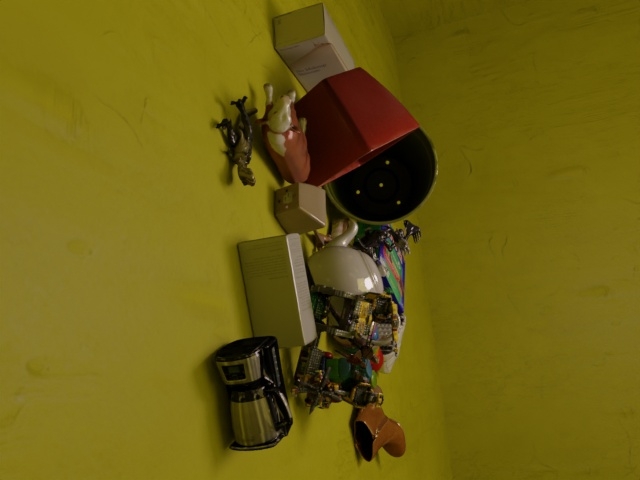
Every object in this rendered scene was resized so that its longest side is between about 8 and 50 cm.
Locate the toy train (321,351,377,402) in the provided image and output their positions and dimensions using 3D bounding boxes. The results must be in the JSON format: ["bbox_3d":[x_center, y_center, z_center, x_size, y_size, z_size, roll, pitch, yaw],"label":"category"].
[{"bbox_3d":[0.090,0.382,1.604,0.248,0.143,0.105,56,30,-52],"label":"toy train"}]

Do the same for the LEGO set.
[{"bbox_3d":[0.079,0.246,1.347,0.254,0.192,0.332,25,80,-25],"label":"LEGO set"}]

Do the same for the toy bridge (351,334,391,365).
[{"bbox_3d":[0.122,0.332,1.690,0.026,0.188,0.063,50,3,33],"label":"toy bridge"}]

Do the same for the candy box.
[{"bbox_3d":[0.222,0.082,2.195,0.317,0.122,0.268,-79,148,-51],"label":"candy box"}]

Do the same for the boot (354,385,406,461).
[{"bbox_3d":[0.176,0.620,1.842,0.295,0.104,0.211,69,26,-17],"label":"boot"}]

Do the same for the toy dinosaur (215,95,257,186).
[{"bbox_3d":[-0.172,-0.236,1.278,0.118,0.063,0.268,70,15,-50],"label":"toy dinosaur"}]

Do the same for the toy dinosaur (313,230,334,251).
[{"bbox_3d":[0.000,0.000,1.701,0.112,0.064,0.211,64,5,16],"label":"toy dinosaur"}]

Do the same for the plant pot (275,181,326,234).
[{"bbox_3d":[-0.058,-0.086,1.483,0.096,0.109,0.109,32,49,-49],"label":"plant pot"}]

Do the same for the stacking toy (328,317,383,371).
[{"bbox_3d":[0.131,0.311,1.808,0.330,0.141,0.141,63,24,-53],"label":"stacking toy"}]

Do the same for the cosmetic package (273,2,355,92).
[{"bbox_3d":[-0.009,-0.560,1.785,0.309,0.160,0.113,34,49,-65],"label":"cosmetic package"}]

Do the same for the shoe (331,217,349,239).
[{"bbox_3d":[0.051,0.019,1.841,0.077,0.058,0.219,90,8,-50],"label":"shoe"}]

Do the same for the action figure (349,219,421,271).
[{"bbox_3d":[0.217,0.019,1.924,0.275,0.164,0.141,-15,72,-42],"label":"action figure"}]

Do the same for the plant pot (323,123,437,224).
[{"bbox_3d":[0.203,-0.215,2.022,0.353,0.366,0.367,36,45,-81],"label":"plant pot"}]

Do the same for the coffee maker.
[{"bbox_3d":[-0.123,0.272,1.095,0.171,0.120,0.178,-157,-123,-83],"label":"coffee maker"}]

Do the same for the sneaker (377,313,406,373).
[{"bbox_3d":[0.256,0.376,2.208,0.292,0.109,0.118,-55,141,-54],"label":"sneaker"}]

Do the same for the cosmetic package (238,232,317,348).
[{"bbox_3d":[-0.089,0.107,1.247,0.085,0.117,0.231,-14,95,-71],"label":"cosmetic package"}]

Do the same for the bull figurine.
[{"bbox_3d":[-0.086,-0.266,1.447,0.310,0.101,0.189,78,10,-58],"label":"bull figurine"}]

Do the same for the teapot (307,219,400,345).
[{"bbox_3d":[0.088,0.120,1.568,0.253,0.187,0.256,-113,-178,-62],"label":"teapot"}]

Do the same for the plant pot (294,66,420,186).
[{"bbox_3d":[0.068,-0.330,1.671,0.267,0.267,0.236,-31,92,-43],"label":"plant pot"}]
